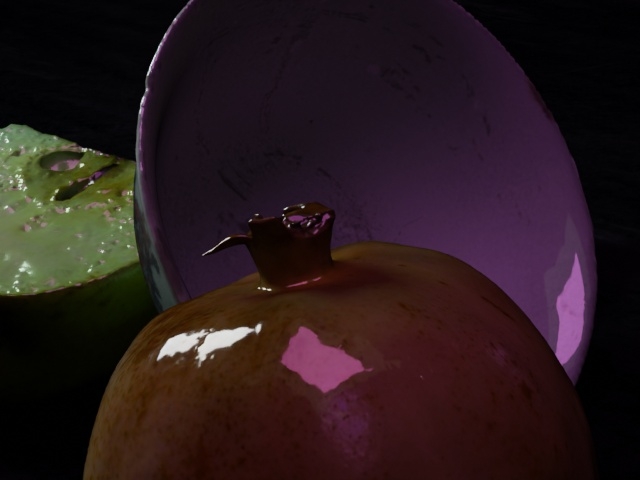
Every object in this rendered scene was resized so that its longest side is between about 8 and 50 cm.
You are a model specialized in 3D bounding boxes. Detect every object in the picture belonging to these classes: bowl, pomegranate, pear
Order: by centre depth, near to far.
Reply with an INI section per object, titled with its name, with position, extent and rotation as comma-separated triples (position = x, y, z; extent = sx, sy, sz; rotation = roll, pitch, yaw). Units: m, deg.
[pomegranate]
position = 0.011, 0.132, 0.907
extent = 0.319, 0.319, 0.319
rotation = -5, 24, 2
[bowl]
position = 0.000, 0.000, 1.240
extent = 0.435, 0.435, 0.196
rotation = -29, 1, -41
[pear]
position = -0.250, 0.049, 1.348
extent = 0.286, 0.176, 0.282
rotation = 17, 37, 23
